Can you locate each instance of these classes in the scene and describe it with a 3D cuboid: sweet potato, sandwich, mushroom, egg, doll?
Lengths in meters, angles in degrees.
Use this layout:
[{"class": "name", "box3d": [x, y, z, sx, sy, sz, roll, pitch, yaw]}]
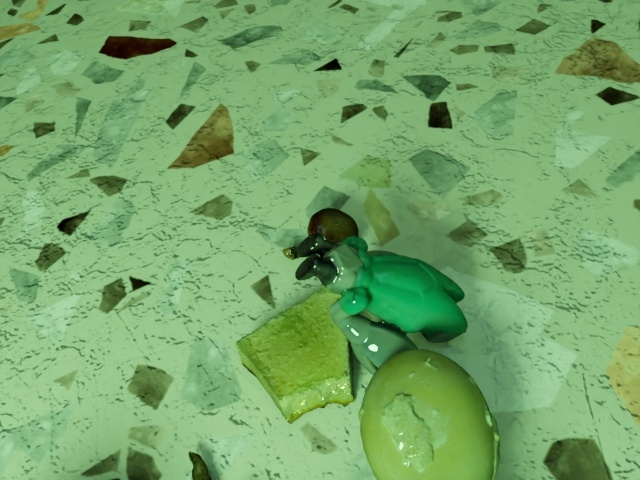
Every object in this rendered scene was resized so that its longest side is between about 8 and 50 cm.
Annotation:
[{"class": "sweet potato", "box3d": [-0.157, 0.339, 0.812, 0.041, 0.038, 0.153, 12, 49, -9]}, {"class": "sandwich", "box3d": [0.001, 0.157, 0.918, 0.193, 0.058, 0.162, -33, 55, -18]}, {"class": "mushroom", "box3d": [0.002, -0.003, 1.035, 0.129, 0.073, 0.088, -26, 82, -7]}, {"class": "egg", "box3d": [0.126, 0.230, 0.772, 0.164, 0.164, 0.201, -13, 60, 0]}, {"class": "doll", "box3d": [0.081, 0.066, 0.901, 0.258, 0.153, 0.195, 45, 47, -9]}]
